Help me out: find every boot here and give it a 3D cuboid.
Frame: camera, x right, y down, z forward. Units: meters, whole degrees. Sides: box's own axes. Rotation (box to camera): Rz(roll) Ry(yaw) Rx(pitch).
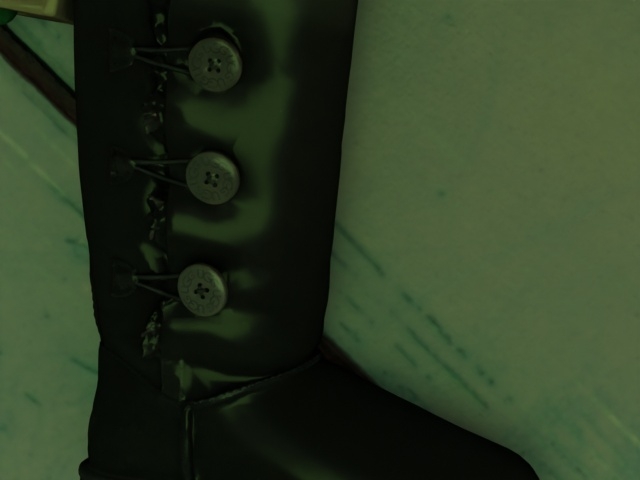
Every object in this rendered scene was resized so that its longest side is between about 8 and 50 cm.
[{"bbox_3d":[-0.002,0.000,1.293,0.367,0.146,0.445,4,99,8],"label":"boot"}]

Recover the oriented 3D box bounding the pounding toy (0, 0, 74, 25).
[{"bbox_3d":[-0.239,-0.212,1.312,0.130,0.100,0.141,11,93,7],"label":"pounding toy"}]
